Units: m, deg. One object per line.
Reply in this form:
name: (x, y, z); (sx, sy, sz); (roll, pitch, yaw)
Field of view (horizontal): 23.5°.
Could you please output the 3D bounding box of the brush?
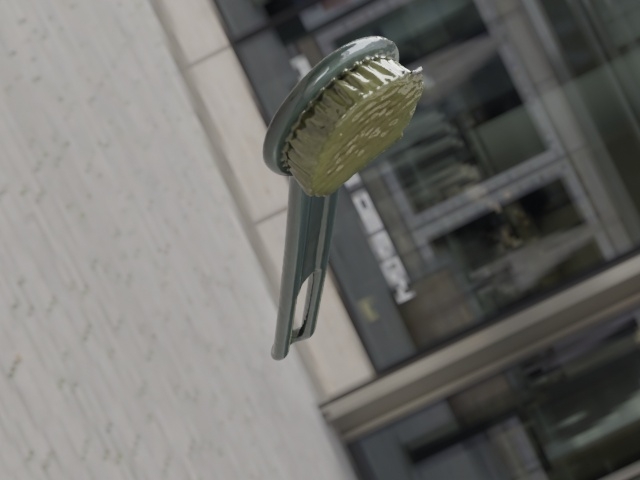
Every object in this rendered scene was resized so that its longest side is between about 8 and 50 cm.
brush: (0.000, 0.000, 0.629); (0.027, 0.062, 0.266); (47, -20, 16)
